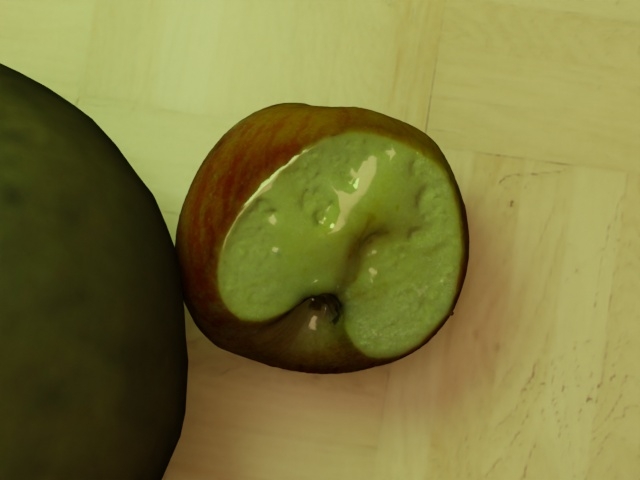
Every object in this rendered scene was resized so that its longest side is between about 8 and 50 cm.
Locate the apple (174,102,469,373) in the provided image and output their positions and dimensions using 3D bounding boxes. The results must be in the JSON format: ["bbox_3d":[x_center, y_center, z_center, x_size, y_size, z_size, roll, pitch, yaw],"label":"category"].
[{"bbox_3d":[0.000,0.000,1.207,0.195,0.160,0.173,14,83,-18],"label":"apple"}]

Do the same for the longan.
[{"bbox_3d":[-0.266,0.074,1.138,0.404,0.336,0.405,0,85,2],"label":"longan"}]
